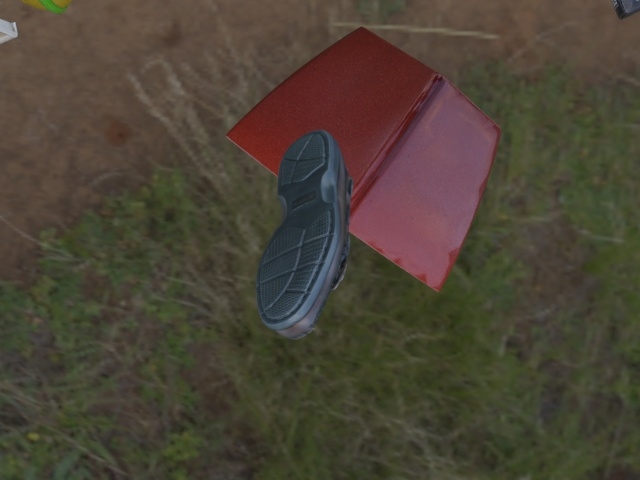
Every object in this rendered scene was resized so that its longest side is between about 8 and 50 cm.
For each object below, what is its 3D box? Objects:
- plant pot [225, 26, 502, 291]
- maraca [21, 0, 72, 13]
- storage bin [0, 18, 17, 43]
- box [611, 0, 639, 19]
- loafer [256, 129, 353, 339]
[{"bbox_3d":[0.085,-0.128,1.959,0.235,0.267,0.267,-53,139,3],"label":"plant pot"},{"bbox_3d":[-0.330,-0.331,1.656,0.186,0.099,0.127,42,30,-75],"label":"maraca"},{"bbox_3d":[-0.404,-0.188,1.004,0.260,0.262,0.123,12,67,-56],"label":"storage bin"},{"bbox_3d":[0.347,-0.334,1.326,0.231,0.056,0.183,-23,90,5],"label":"box"},{"bbox_3d":[0.000,0.000,1.498,0.084,0.096,0.267,46,36,-35],"label":"loafer"}]
